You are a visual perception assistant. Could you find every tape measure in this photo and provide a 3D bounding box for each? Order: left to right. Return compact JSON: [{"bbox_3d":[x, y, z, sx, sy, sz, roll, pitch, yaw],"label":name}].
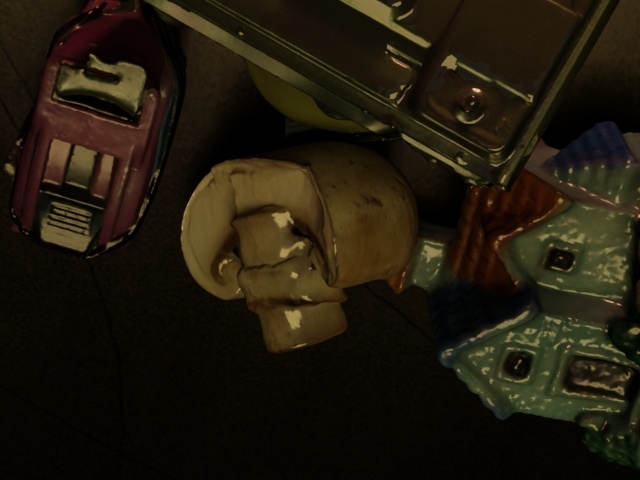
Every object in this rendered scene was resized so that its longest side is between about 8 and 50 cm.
[{"bbox_3d":[-0.211,-0.114,1.362,0.149,0.231,0.245,15,117,-8],"label":"tape measure"}]

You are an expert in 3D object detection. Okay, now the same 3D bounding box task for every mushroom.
[{"bbox_3d":[0.000,0.000,1.442,0.189,0.253,0.195,-14,93,-36],"label":"mushroom"}]

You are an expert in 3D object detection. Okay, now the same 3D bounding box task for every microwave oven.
[{"bbox_3d":[0.054,-0.264,1.161,0.394,0.247,0.333,29,93,7],"label":"microwave oven"}]

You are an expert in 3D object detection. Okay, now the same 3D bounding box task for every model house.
[{"bbox_3d":[0.218,0.026,1.462,0.329,0.252,0.295,15,119,-3],"label":"model house"}]

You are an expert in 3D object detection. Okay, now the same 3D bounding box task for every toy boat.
[{"bbox_3d":[0.077,-0.119,1.467,0.228,0.080,0.046,-5,86,3],"label":"toy boat"}]

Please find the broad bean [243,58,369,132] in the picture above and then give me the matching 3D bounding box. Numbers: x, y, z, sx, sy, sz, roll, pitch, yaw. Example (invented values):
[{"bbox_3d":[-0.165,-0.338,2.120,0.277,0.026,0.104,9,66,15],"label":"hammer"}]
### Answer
[{"bbox_3d":[0.050,-0.232,1.364,0.238,0.119,0.291,41,110,-18],"label":"broad bean"}]
